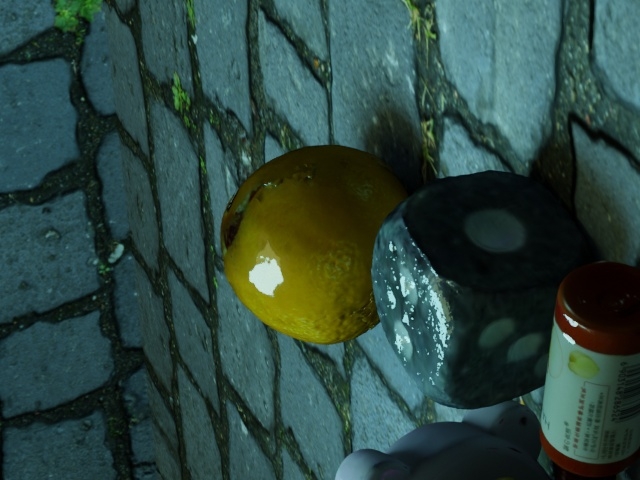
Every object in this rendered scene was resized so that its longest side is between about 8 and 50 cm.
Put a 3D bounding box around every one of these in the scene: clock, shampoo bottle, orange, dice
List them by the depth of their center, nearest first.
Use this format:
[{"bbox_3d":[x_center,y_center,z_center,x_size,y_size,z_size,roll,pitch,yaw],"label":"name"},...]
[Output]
[{"bbox_3d":[0.269,0.156,1.687,0.104,0.104,0.278,-125,26,-44],"label":"shampoo bottle"},{"bbox_3d":[0.165,0.049,1.774,0.183,0.182,0.181,94,154,-44],"label":"dice"},{"bbox_3d":[0.149,0.350,1.895,0.113,0.295,0.322,17,123,58],"label":"clock"},{"bbox_3d":[0.000,0.000,2.106,0.246,0.246,0.246,164,90,-71],"label":"orange"}]

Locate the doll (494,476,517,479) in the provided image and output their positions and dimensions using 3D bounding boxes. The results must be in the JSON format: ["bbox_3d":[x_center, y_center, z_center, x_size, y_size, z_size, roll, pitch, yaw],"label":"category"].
[{"bbox_3d":[0.279,0.364,1.760,0.269,0.162,0.167,34,123,47],"label":"doll"}]
